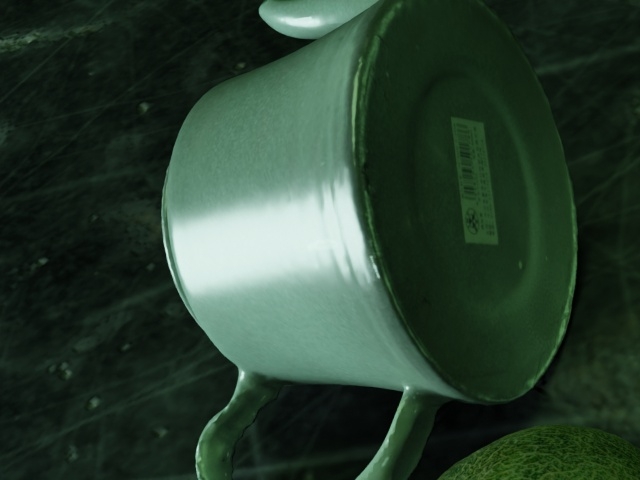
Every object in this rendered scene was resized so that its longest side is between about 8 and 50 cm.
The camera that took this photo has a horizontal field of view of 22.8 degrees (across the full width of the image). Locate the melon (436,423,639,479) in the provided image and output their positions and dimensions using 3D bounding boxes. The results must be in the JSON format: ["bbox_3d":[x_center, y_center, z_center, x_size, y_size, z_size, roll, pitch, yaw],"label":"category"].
[{"bbox_3d":[0.065,0.124,0.458,0.114,0.114,0.167,-1,43,29],"label":"melon"}]

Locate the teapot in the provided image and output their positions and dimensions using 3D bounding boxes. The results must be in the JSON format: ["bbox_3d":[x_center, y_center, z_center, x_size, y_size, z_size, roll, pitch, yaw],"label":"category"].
[{"bbox_3d":[0.000,0.000,0.633,0.149,0.162,0.239,-9,68,34],"label":"teapot"}]
